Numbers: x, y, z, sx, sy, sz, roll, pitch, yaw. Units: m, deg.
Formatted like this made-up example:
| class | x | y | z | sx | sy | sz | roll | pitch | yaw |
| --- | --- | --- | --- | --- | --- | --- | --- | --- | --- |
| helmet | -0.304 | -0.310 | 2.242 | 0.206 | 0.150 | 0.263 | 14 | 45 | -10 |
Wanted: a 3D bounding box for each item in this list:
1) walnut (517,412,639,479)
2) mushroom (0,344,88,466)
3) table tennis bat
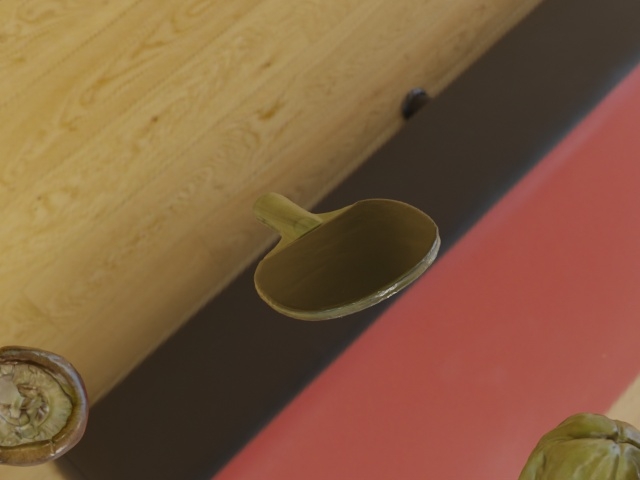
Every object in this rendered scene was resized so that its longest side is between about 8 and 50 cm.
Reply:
| class | x | y | z | sx | sy | sz | roll | pitch | yaw |
| --- | --- | --- | --- | --- | --- | --- | --- | --- | --- |
| walnut | 0.147 | 0.138 | 0.531 | 0.092 | 0.092 | 0.092 | -17 | 117 | -35 |
| mushroom | -0.278 | 0.156 | 0.925 | 0.123 | 0.123 | 0.052 | -23 | 164 | -33 |
| table tennis bat | 0.000 | 0.000 | 0.793 | 0.138 | 0.246 | 0.022 | -31 | 115 | -15 |
